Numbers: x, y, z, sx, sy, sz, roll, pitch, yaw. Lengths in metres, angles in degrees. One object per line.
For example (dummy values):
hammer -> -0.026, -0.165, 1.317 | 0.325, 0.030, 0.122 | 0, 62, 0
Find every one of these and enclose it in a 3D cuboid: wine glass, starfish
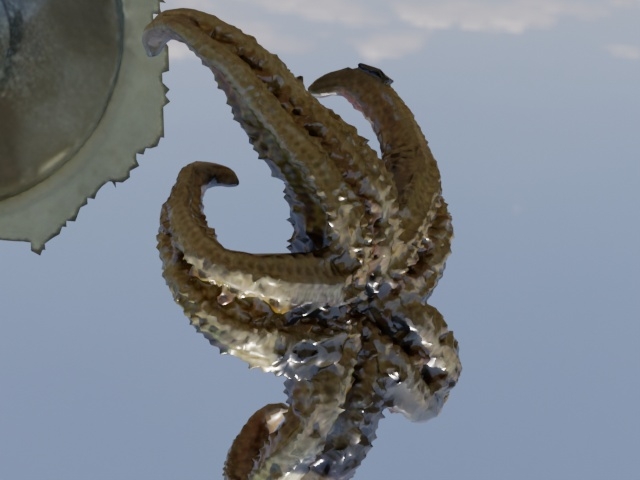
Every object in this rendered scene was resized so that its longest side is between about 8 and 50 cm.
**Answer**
wine glass -> -0.226, -0.111, 1.059 | 0.238, 0.238, 0.323 | 0, -176, -13
starfish -> -0.001, -0.001, 0.625 | 0.074, 0.190, 0.146 | 6, -146, 38
